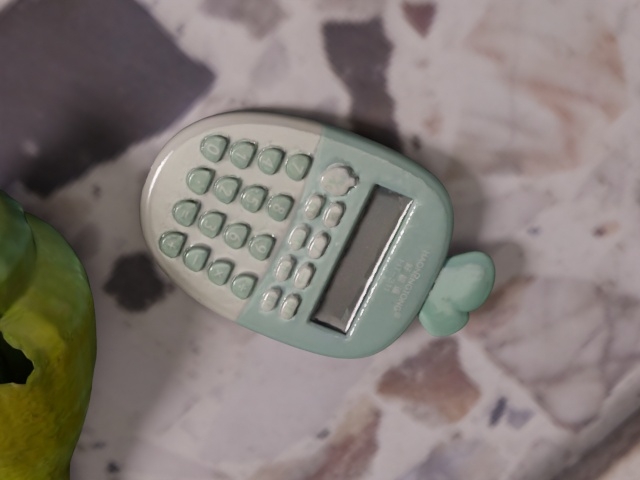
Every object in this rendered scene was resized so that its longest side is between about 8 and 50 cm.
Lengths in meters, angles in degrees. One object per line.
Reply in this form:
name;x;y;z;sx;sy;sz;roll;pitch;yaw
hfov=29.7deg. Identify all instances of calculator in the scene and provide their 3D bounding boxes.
calculator;0.000;0.000;0.502;0.153;0.021;0.095;20;108;-16

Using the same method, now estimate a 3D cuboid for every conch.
conch;-0.136;0.044;0.475;0.095;0.079;0.200;15;119;5
